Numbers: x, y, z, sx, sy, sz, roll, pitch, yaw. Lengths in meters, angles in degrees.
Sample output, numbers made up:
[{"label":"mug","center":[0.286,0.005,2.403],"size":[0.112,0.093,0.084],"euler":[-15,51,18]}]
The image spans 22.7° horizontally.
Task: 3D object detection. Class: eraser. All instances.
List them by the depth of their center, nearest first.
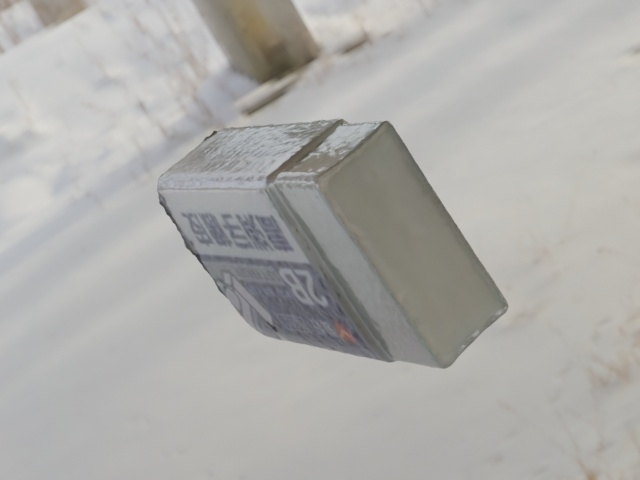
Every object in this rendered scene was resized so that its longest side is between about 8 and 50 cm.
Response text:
[{"label":"eraser","center":[0.000,0.000,0.866],"size":[0.068,0.124,0.210],"euler":[-39,18,-20]}]
